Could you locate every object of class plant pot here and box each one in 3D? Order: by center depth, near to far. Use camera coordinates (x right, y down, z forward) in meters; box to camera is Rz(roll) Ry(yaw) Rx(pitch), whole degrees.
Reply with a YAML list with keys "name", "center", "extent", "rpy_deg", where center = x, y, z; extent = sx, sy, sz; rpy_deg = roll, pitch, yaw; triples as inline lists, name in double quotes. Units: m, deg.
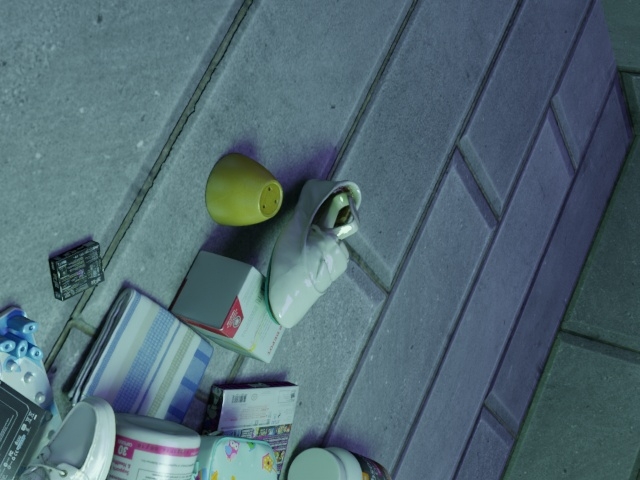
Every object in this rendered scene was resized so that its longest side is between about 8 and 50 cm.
- name: "plant pot"
  center: [-0.125, -0.082, 1.571]
  extent: [0.134, 0.095, 0.134]
  rpy_deg: [-27, 125, -48]

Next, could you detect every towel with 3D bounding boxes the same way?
- name: "towel"
  center: [-0.296, 0.222, 1.500]
  extent: [0.209, 0.034, 0.285]
  rpy_deg: [-66, 148, -17]

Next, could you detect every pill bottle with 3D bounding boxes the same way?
- name: "pill bottle"
  center: [-0.296, 0.425, 1.375]
  extent: [0.160, 0.160, 0.283]
  rpy_deg: [22, 79, -57]
- name: "pill bottle"
  center: [0.047, 0.566, 2.032]
  extent: [0.278, 0.162, 0.162]
  rpy_deg: [38, 71, -55]

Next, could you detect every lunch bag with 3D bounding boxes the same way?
- name: "lunch bag"
  center: [-0.176, 0.469, 1.517]
  extent: [0.224, 0.108, 0.279]
  rpy_deg: [26, 61, -54]

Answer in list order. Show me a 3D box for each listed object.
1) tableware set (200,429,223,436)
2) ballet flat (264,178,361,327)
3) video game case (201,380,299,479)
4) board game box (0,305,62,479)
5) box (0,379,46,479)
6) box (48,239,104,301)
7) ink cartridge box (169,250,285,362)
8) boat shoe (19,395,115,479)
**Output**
- name: "tableware set"
  center: [-0.273, 0.394, 1.582]
  extent: [0.194, 0.039, 0.128]
  rpy_deg: [-13, 143, -47]
- name: "ballet flat"
  center: [0.000, 0.000, 1.630]
  extent: [0.400, 0.139, 0.139]
  rpy_deg: [-72, 157, -53]
- name: "video game case"
  center: [-0.147, 0.390, 1.764]
  extent: [0.232, 0.042, 0.210]
  rpy_deg: [8, 95, -52]
- name: "board game box"
  center: [-0.507, 0.349, 1.221]
  extent: [0.390, 0.050, 0.390]
  rpy_deg: [-39, 133, -42]
- name: "box"
  center: [-0.462, 0.260, 1.069]
  extent: [0.183, 0.056, 0.231]
  rpy_deg: [44, 39, -27]
- name: "box"
  center: [-0.367, 0.045, 1.333]
  extent: [0.083, 0.018, 0.067]
  rpy_deg: [-32, 128, -46]
- name: "ink cartridge box"
  center: [-0.153, 0.121, 1.582]
  extent: [0.176, 0.127, 0.128]
  rpy_deg: [47, 63, -52]
- name: "boat shoe"
  center: [-0.386, 0.354, 1.267]
  extent: [0.096, 0.098, 0.277]
  rpy_deg: [32, 77, -57]
